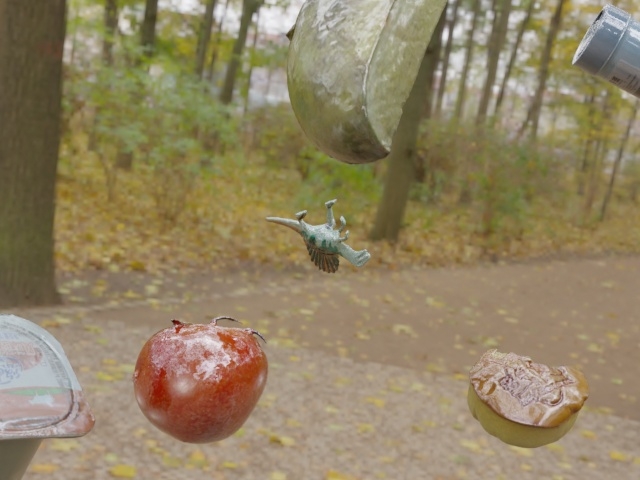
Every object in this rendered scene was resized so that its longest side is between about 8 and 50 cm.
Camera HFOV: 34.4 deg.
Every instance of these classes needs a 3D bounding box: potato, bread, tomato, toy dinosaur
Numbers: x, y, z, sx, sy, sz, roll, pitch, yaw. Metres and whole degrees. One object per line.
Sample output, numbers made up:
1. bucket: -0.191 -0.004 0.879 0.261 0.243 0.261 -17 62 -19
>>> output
1. potato: 0.047 -0.220 1.296 0.269 0.255 0.112 -32 -49 34
2. bread: 0.268 0.212 1.359 0.156 0.086 0.125 13 39 9
3. tomato: -0.142 0.173 1.257 0.167 0.167 0.167 8 7 -1
4. toy dinosaur: -0.003 0.002 1.535 0.187 0.106 0.044 -13 13 41

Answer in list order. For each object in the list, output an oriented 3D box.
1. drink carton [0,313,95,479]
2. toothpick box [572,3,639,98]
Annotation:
1. drink carton: -0.382 0.204 1.140 0.185 0.189 0.191 1 40 -41
2. toothpick box: 0.454 -0.261 1.488 0.153 0.101 0.101 29 8 1
